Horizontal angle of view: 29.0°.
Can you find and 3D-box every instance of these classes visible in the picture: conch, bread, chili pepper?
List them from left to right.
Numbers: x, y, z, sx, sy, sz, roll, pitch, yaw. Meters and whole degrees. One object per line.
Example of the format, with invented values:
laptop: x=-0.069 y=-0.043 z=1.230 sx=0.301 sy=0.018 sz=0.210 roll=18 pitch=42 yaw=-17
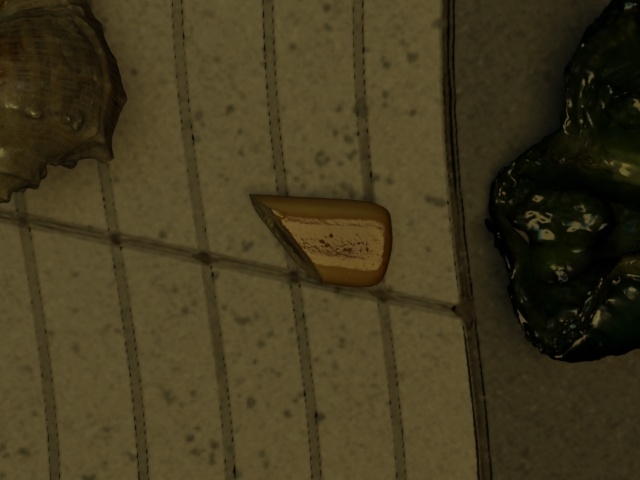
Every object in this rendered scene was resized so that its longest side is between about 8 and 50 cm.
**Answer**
conch: x=-0.214 y=-0.128 z=0.806 sx=0.178 sy=0.163 sz=0.245 roll=15 pitch=65 yaw=-22
bread: x=-0.001 y=0.001 z=0.885 sx=0.103 sy=0.049 sz=0.062 roll=4 pitch=88 yaw=-4
chili pepper: x=0.213 y=-0.042 z=0.877 sx=0.148 sy=0.116 sz=0.264 roll=16 pitch=96 yaw=-18
